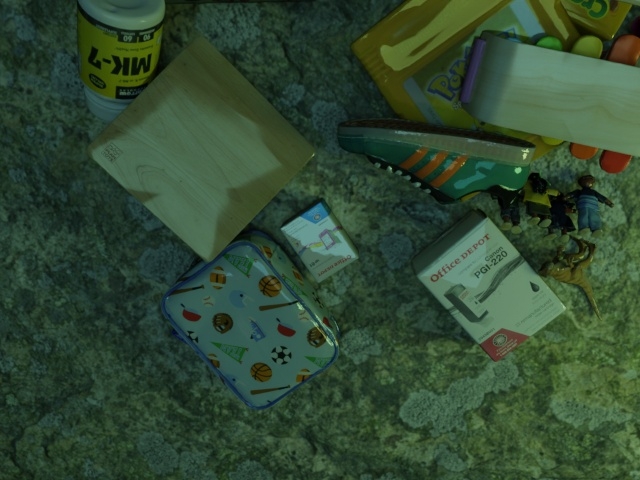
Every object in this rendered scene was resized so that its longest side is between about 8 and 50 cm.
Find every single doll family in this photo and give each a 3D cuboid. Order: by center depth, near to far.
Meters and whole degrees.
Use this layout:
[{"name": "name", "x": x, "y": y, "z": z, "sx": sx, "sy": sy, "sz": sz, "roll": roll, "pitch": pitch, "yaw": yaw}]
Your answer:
[{"name": "doll family", "x": 0.389, "y": -0.065, "z": 0.928, "sx": 0.193, "sy": 0.111, "sz": 0.076, "roll": 14, "pitch": 149, "yaw": -7}]

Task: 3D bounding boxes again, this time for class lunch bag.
[{"name": "lunch bag", "x": -0.127, "y": 0.141, "z": 0.994, "sx": 0.243, "sy": 0.115, "sz": 0.303, "roll": -36, "pitch": 100, "yaw": 13}]

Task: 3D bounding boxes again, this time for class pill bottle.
[{"name": "pill bottle", "x": -0.310, "y": -0.289, "z": 0.851, "sx": 0.119, "sy": 0.119, "sz": 0.208, "roll": 26, "pitch": 141, "yaw": -3}]

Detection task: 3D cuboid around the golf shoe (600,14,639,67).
[{"name": "golf shoe", "x": 0.574, "y": -0.322, "z": 0.843, "sx": 0.306, "sy": 0.115, "sz": 0.140, "roll": -39, "pitch": 95, "yaw": 10}]

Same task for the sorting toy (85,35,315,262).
[{"name": "sorting toy", "x": -0.190, "y": -0.145, "z": 0.913, "sx": 0.257, "sy": 0.089, "sz": 0.255, "roll": 44, "pitch": 87, "yaw": -11}]

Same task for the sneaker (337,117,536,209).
[{"name": "sneaker", "x": 0.170, "y": -0.115, "z": 0.859, "sx": 0.302, "sy": 0.108, "sz": 0.121, "roll": 10, "pitch": 113, "yaw": 5}]

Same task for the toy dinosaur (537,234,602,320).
[{"name": "toy dinosaur", "x": 0.442, "y": 0.054, "z": 0.965, "sx": 0.212, "sy": 0.064, "sz": 0.112, "roll": 22, "pitch": 98, "yaw": -33}]

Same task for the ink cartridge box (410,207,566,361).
[{"name": "ink cartridge box", "x": 0.288, "y": 0.076, "z": 0.965, "sx": 0.158, "sy": 0.092, "sz": 0.218, "roll": -42, "pitch": 96, "yaw": 11}]

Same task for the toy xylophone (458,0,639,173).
[{"name": "toy xylophone", "x": 0.374, "y": -0.231, "z": 0.776, "sx": 0.323, "sy": 0.081, "sz": 0.236, "roll": 21, "pitch": 118, "yaw": 1}]

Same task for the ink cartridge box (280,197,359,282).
[{"name": "ink cartridge box", "x": 0.000, "y": 0.000, "z": 0.981, "sx": 0.089, "sy": 0.052, "sz": 0.122, "roll": -33, "pitch": 101, "yaw": 10}]

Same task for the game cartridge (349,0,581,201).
[{"name": "game cartridge", "x": 0.251, "y": -0.257, "z": 0.859, "sx": 0.285, "sy": 0.052, "sz": 0.323, "roll": -33, "pitch": 108, "yaw": 24}]

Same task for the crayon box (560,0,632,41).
[{"name": "crayon box", "x": 0.398, "y": -0.444, "z": 0.837, "sx": 0.202, "sy": 0.081, "sz": 0.318, "roll": 24, "pitch": 104, "yaw": -3}]

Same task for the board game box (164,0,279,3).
[{"name": "board game box", "x": -0.162, "y": -0.487, "z": 0.850, "sx": 0.304, "sy": 0.097, "sz": 0.223, "roll": 1, "pitch": 105, "yaw": 4}]
